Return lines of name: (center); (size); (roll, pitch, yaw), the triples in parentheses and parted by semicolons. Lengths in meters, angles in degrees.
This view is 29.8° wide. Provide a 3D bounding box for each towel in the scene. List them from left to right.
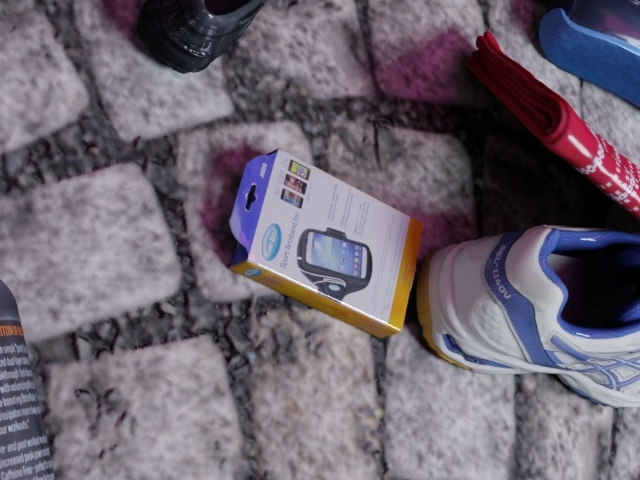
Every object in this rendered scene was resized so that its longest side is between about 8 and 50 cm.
towel: (0.227, -0.037, 0.854); (0.275, 0.031, 0.199); (35, 15, -23)

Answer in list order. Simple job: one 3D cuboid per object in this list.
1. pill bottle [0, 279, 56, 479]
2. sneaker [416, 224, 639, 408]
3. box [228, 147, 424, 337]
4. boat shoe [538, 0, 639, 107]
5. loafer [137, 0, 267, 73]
pill bottle: (-0.190, 0.097, 0.546); (0.130, 0.130, 0.246); (-9, 82, -36)
sneaker: (0.214, 0.052, 0.836); (0.296, 0.131, 0.112); (6, 72, -35)
box: (0.000, 0.000, 0.768); (0.136, 0.028, 0.081); (26, 64, -24)
boat shoe: (0.297, -0.150, 0.965); (0.258, 0.109, 0.089); (25, 67, -29)
loafer: (-0.039, -0.200, 0.766); (0.076, 0.078, 0.223); (38, 58, -20)
